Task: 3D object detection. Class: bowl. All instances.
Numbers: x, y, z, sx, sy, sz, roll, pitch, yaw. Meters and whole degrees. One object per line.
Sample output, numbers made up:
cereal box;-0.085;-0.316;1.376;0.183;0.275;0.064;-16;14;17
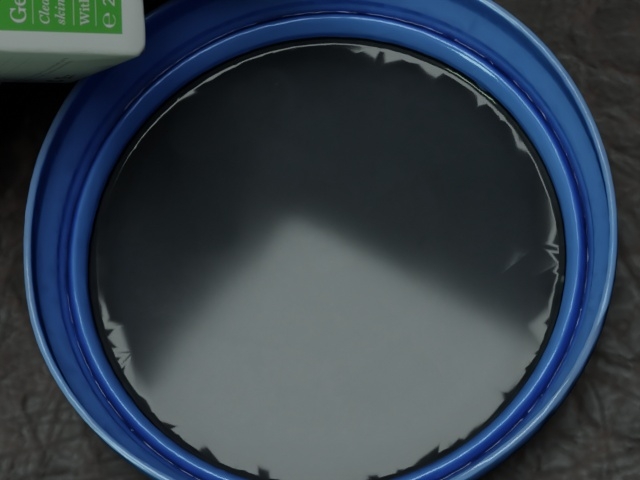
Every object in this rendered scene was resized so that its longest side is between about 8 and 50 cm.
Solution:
bowl;0.000;0.000;1.127;0.391;0.077;0.391;-2;70;5

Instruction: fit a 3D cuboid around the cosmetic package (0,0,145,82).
cosmetic package;-0.303;-0.197;1.008;0.365;0.155;0.197;-3;90;-27
